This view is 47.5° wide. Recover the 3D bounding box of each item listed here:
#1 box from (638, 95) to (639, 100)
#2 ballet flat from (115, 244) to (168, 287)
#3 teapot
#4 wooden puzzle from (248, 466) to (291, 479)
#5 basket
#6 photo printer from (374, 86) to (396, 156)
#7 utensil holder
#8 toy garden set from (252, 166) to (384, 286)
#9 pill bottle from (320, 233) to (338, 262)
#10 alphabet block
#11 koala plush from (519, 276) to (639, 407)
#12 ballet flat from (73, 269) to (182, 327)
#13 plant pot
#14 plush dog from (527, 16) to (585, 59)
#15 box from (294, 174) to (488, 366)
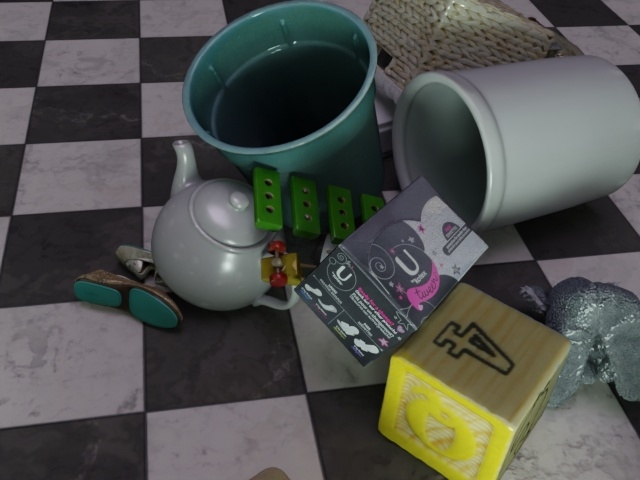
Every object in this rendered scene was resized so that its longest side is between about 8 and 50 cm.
[{"bbox_3d":[0.683,-0.294,1.784,0.270,0.060,0.216,10,42,7],"label":"box"},{"bbox_3d":[-0.300,0.050,1.305,0.168,0.057,0.052,13,52,10],"label":"ballet flat"},{"bbox_3d":[-0.158,-0.012,1.245,0.256,0.187,0.252,15,51,-17],"label":"teapot"},{"bbox_3d":[-0.068,0.481,0.828,0.322,0.080,0.348,-28,56,-31],"label":"wooden puzzle"},{"bbox_3d":[0.295,-0.443,1.666,0.331,0.266,0.328,11,29,-30],"label":"basket"},{"bbox_3d":[0.062,-0.309,1.703,0.256,0.107,0.307,-20,47,-26],"label":"photo printer"},{"bbox_3d":[0.390,-0.196,1.449,0.386,0.327,0.327,-14,45,-22],"label":"utensil holder"},{"bbox_3d":[0.000,0.000,1.181,0.244,0.049,0.203,12,53,-26],"label":"toy garden set"},{"bbox_3d":[0.106,0.052,1.291,0.209,0.119,0.119,10,42,6],"label":"pill bottle"},{"bbox_3d":[0.222,0.215,1.067,0.193,0.192,0.197,28,47,26],"label":"alphabet block"},{"bbox_3d":[0.434,0.129,1.199,0.196,0.203,0.221,-4,21,9],"label":"koala plush"},{"bbox_3d":[-0.320,0.091,1.248,0.206,0.073,0.067,19,29,10],"label":"ballet flat"},{"bbox_3d":[-0.031,-0.202,1.352,0.341,0.334,0.341,-8,59,13],"label":"plant pot"},{"bbox_3d":[0.498,-0.392,1.754,0.211,0.225,0.262,36,36,-15],"label":"plush dog"},{"bbox_3d":[0.113,0.041,1.093,0.163,0.142,0.247,47,47,4],"label":"box"}]
